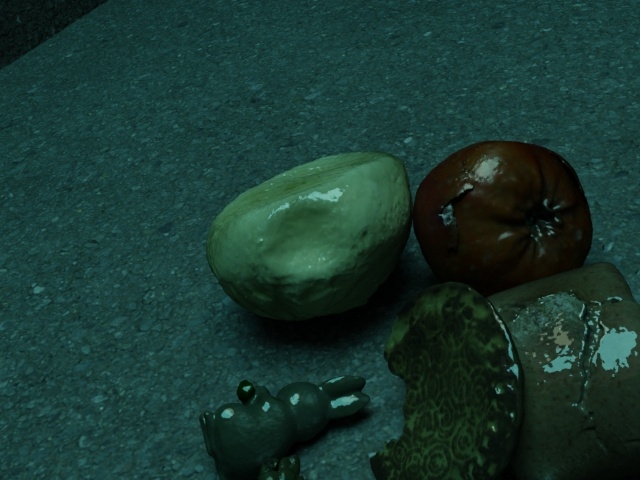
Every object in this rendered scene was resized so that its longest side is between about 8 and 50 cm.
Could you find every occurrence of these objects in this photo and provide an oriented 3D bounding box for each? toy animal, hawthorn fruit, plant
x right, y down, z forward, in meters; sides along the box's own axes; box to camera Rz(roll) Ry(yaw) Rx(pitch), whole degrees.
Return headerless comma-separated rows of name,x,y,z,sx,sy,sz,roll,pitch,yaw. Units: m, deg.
toy animal,-0.052,0.256,1.179,0.236,0.138,0.108,-6,-14,-24
hawthorn fruit,0.261,-0.034,1.312,0.276,0.276,0.307,-24,17,-11
plant,-0.056,0.347,1.060,0.085,0.087,0.174,14,41,-8

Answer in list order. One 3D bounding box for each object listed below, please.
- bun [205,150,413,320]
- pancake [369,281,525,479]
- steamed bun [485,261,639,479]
bun,0.000,0.000,1.370,0.349,0.227,0.352,-15,16,30
pancake,0.146,0.202,1.053,0.033,0.286,0.288,14,36,-32
steamed bun,0.313,0.153,1.064,0.252,0.199,0.301,-11,36,8
